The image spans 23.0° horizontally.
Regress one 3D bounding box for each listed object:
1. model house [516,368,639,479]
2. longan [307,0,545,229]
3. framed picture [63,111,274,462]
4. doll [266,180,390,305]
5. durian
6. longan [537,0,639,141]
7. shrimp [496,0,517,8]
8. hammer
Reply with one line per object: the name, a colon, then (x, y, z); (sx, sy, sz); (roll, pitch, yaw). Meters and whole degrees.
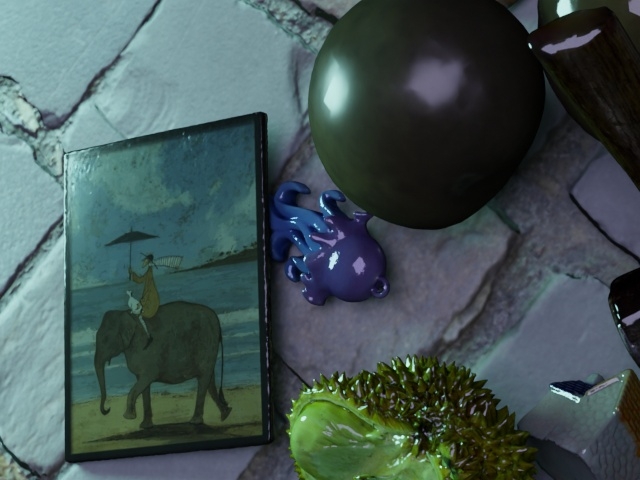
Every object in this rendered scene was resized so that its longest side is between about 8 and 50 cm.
model house: (0.251, 0.173, 1.427); (0.100, 0.088, 0.100); (-47, 30, -17)
longan: (0.101, -0.126, 1.464); (0.248, 0.248, 0.248); (-5, 77, 22)
framed picture: (-0.164, 0.051, 1.638); (0.265, 0.016, 0.347); (-8, 75, 29)
doll: (0.000, 0.000, 1.574); (0.206, 0.067, 0.110); (39, 109, 36)
durian: (0.088, 0.205, 1.417); (0.237, 0.176, 0.200); (23, 123, 54)
longan: (0.316, -0.196, 1.381); (0.258, 0.258, 0.258); (-5, 77, 22)
shrimp: (0.188, -0.317, 1.572); (0.219, 0.046, 0.152); (-32, 72, 14)
hammer: (0.294, -0.055, 1.290); (0.242, 0.409, 0.095); (-28, 40, 19)
